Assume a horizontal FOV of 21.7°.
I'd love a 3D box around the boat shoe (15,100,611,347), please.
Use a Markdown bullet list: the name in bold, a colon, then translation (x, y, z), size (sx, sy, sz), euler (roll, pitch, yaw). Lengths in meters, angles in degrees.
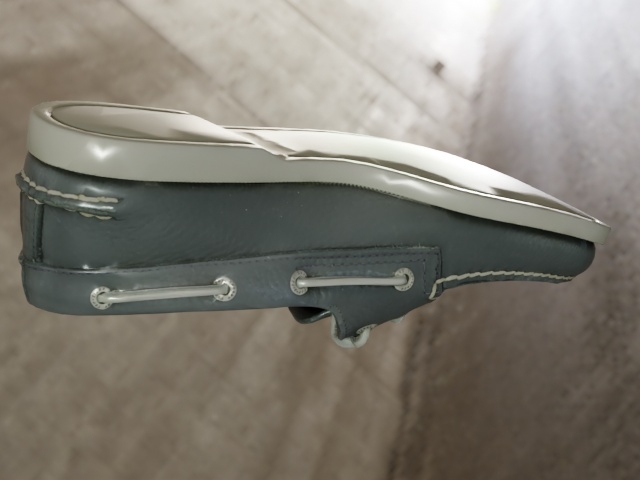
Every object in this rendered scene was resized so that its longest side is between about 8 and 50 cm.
- **boat shoe**: translation (0.000, 0.000, 0.836), size (0.116, 0.320, 0.099), euler (34, 114, 58)
